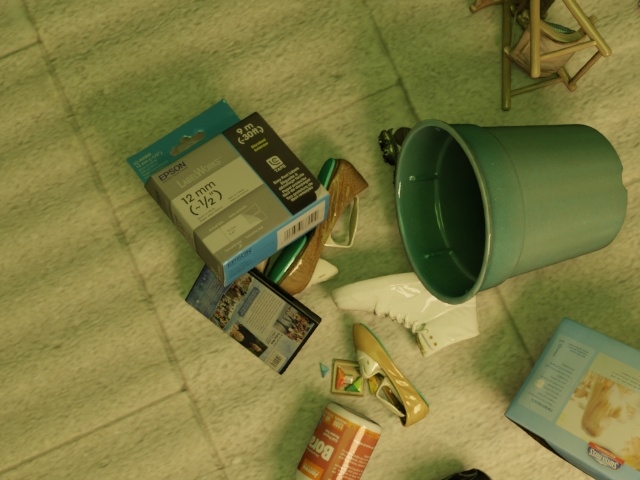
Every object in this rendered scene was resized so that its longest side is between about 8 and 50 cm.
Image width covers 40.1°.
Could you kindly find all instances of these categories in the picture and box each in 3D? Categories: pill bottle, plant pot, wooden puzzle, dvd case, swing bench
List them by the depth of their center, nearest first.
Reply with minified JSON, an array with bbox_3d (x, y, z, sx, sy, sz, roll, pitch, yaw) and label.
[{"bbox_3d":[0.363,-0.078,1.651,0.334,0.341,0.340,-11,83,-21],"label":"plant pot"},{"bbox_3d":[0.024,0.435,1.708,0.121,0.121,0.216,26,84,3],"label":"pill bottle"},{"bbox_3d":[0.426,-0.426,1.736,0.165,0.253,0.254,-17,84,-2],"label":"swing bench"},{"bbox_3d":[-0.137,0.137,1.737,0.253,0.022,0.180,37,128,4],"label":"dvd case"},{"bbox_3d":[0.060,0.281,1.780,0.117,0.014,0.078,-1,83,1],"label":"wooden puzzle"}]

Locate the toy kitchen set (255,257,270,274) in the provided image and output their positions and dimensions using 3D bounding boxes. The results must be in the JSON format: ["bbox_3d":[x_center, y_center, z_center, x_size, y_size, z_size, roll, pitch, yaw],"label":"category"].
[{"bbox_3d":[-0.158,-0.047,1.786,0.166,0.122,0.207,21,64,3],"label":"toy kitchen set"}]

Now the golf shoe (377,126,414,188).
[{"bbox_3d":[0.188,-0.143,1.795,0.094,0.077,0.198,-18,85,-2],"label":"golf shoe"}]

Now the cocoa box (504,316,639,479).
[{"bbox_3d":[0.559,0.332,1.577,0.347,0.228,0.231,27,81,49],"label":"cocoa box"}]

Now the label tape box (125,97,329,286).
[{"bbox_3d":[-0.186,-0.121,1.687,0.249,0.115,0.347,-35,72,-17],"label":"label tape box"}]

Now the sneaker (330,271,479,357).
[{"bbox_3d":[0.174,0.153,1.747,0.293,0.108,0.169,-7,80,-1],"label":"sneaker"}]

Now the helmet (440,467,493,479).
[{"bbox_3d":[0.268,0.532,1.684,0.162,0.169,0.169,-28,84,-20],"label":"helmet"}]

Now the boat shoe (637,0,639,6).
[{"bbox_3d":[0.754,-0.529,1.838,0.183,0.066,0.066,-34,86,-3],"label":"boat shoe"}]

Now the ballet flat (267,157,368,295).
[{"bbox_3d":[0.000,0.000,1.777,0.124,0.116,0.342,29,80,-16],"label":"ballet flat"}]

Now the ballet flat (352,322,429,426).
[{"bbox_3d":[0.124,0.270,1.742,0.073,0.080,0.232,-38,85,-23],"label":"ballet flat"}]
